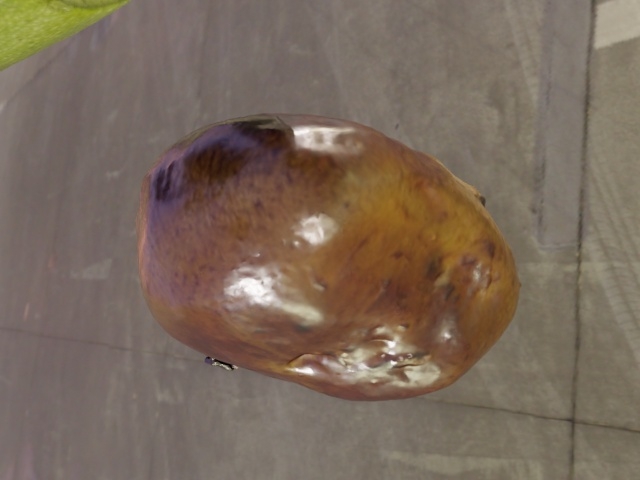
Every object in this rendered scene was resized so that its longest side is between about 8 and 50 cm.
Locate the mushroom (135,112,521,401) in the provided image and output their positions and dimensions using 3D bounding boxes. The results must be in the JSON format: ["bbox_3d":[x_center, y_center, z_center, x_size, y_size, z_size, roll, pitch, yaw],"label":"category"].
[{"bbox_3d":[0.000,0.000,0.692,0.345,0.345,0.259,-29,40,49],"label":"mushroom"}]

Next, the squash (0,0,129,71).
[{"bbox_3d":[-0.268,-0.160,0.531,0.252,0.169,0.093,-13,67,33],"label":"squash"}]
